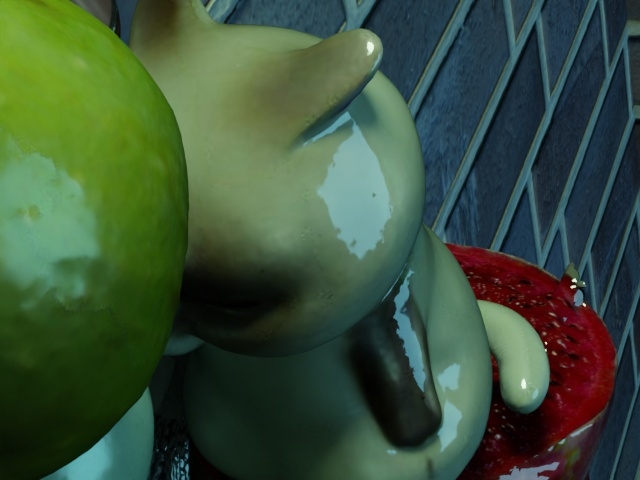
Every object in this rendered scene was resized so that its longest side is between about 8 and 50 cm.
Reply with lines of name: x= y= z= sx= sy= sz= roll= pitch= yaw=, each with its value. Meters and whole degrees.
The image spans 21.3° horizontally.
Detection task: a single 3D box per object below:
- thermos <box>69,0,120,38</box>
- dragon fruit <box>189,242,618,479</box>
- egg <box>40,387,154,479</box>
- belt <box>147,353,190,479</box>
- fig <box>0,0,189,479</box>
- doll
thermos: x=-0.204 y=-0.161 z=0.981 sx=0.109 sy=0.136 sz=0.330 roll=-51 pitch=150 yaw=-10
dragon fruit: x=0.056 y=0.166 z=1.385 sx=0.386 sy=0.371 sz=0.249 roll=-127 pitch=-150 yaw=-56
egg: x=-0.178 y=0.129 z=1.015 sx=0.149 sy=0.149 sz=0.192 roll=59 pitch=47 yaw=-56
belt: x=-0.135 y=0.108 z=1.203 sx=0.126 sy=0.094 sz=0.359 roll=29 pitch=65 yaw=-62
fig: x=-0.209 y=-0.020 z=0.787 sx=0.326 sy=0.258 sz=0.258 roll=35 pitch=60 yaw=-49
doll: x=-0.011 y=0.029 z=1.086 sx=0.226 sy=0.215 sz=0.370 roll=-50 pitch=137 yaw=-16
